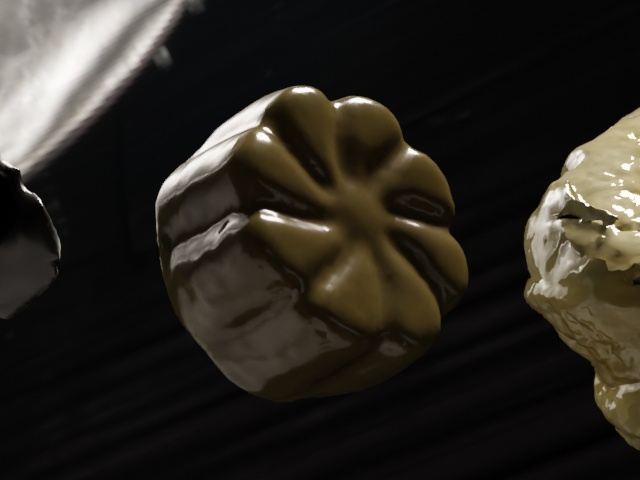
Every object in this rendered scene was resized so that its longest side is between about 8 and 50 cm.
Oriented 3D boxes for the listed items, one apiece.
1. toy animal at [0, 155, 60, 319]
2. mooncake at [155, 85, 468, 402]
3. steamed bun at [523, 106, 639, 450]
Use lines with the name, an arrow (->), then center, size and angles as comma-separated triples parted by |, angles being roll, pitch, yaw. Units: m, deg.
toy animal -> -0.249, -0.009, 0.789 | 0.166, 0.179, 0.138 | 31, -46, 46
mooncake -> 0.000, 0.000, 1.875 | 0.378, 0.200, 0.378 | 19, 59, -35
steamed bun -> 0.325, 0.044, 1.175 | 0.372, 0.324, 0.230 | 26, -41, 43
